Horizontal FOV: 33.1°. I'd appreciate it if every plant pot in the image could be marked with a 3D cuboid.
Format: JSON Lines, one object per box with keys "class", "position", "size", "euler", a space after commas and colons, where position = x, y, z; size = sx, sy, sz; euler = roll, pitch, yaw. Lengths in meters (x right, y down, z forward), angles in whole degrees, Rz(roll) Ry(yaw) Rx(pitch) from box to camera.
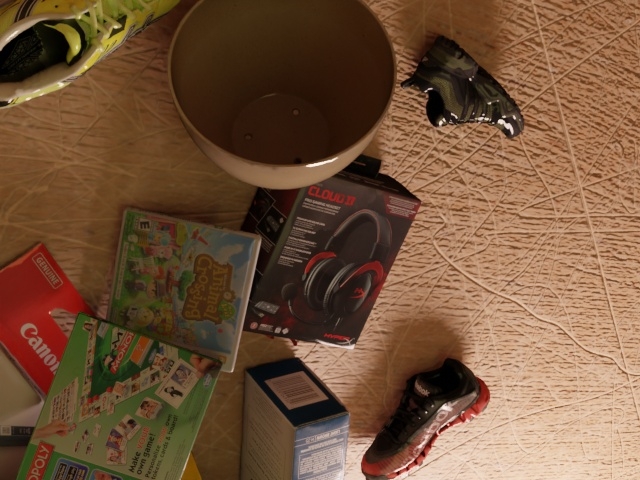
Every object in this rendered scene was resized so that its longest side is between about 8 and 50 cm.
{"class": "plant pot", "position": [-0.052, -0.180, 1.413], "size": [0.284, 0.284, 0.191], "euler": [-29, 162, -14]}

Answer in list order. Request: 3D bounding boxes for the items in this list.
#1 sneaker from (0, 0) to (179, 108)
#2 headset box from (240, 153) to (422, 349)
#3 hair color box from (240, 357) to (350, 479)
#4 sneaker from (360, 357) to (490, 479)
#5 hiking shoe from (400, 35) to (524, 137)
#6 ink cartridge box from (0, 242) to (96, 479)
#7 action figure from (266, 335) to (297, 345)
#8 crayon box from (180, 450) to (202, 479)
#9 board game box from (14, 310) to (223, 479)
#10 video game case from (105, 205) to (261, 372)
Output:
{"class": "sneaker", "position": [-0.265, -0.271, 1.281], "size": [0.385, 0.147, 0.145], "euler": [-39, 127, -8]}
{"class": "headset box", "position": [0.000, 0.000, 1.612], "size": [0.218, 0.110, 0.293], "euler": [14, 108, -35]}
{"class": "hair color box", "position": [-0.048, 0.385, 1.755], "size": [0.105, 0.174, 0.347], "euler": [-10, 121, -28]}
{"class": "sneaker", "position": [0.170, 0.309, 1.894], "size": [0.276, 0.097, 0.135], "euler": [-38, 129, -10]}
{"class": "hiking shoe", "position": [0.219, -0.214, 1.657], "size": [0.114, 0.086, 0.227], "euler": [-44, 125, 15]}
{"class": "ink cartridge box", "position": [-0.417, 0.188, 1.496], "size": [0.261, 0.066, 0.296], "euler": [-34, 128, -9]}
{"class": "action figure", "position": [-0.075, 0.135, 1.696], "size": [0.115, 0.030, 0.038], "euler": [26, 105, -36]}
{"class": "crayon box", "position": [-0.312, 0.494, 1.554], "size": [0.363, 0.313, 0.106], "euler": [-13, 161, -31]}
{"class": "board game box", "position": [-0.289, 0.281, 1.489], "size": [0.214, 0.046, 0.317], "euler": [21, 85, -9]}
{"class": "video game case", "position": [-0.197, 0.071, 1.520], "size": [0.193, 0.023, 0.212], "euler": [12, 109, -2]}
